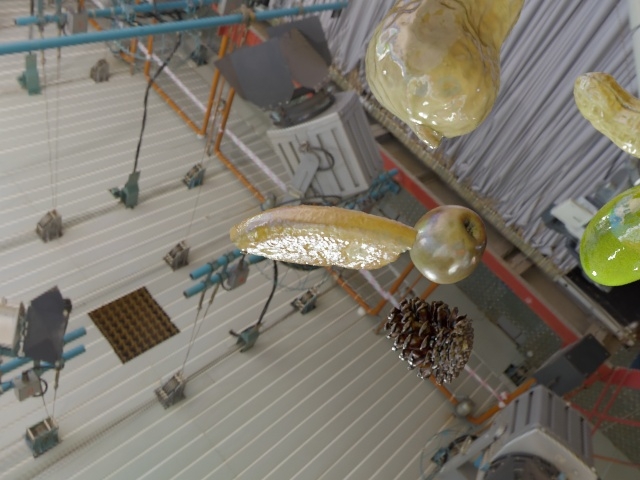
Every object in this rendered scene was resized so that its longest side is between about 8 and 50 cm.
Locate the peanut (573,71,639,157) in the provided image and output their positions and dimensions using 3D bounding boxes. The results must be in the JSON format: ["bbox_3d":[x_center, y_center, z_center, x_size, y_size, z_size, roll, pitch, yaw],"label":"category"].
[{"bbox_3d":[0.802,-0.334,1.491,0.305,0.147,0.147,43,-134,14],"label":"peanut"}]

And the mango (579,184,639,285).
[{"bbox_3d":[0.683,-0.010,1.225,0.185,0.273,0.149,44,-141,-8],"label":"mango"}]

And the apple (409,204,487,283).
[{"bbox_3d":[0.432,0.010,1.874,0.257,0.234,0.256,15,-118,-31],"label":"apple"}]

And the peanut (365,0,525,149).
[{"bbox_3d":[0.135,-0.235,0.640,0.159,0.143,0.291,2,-122,36],"label":"peanut"}]

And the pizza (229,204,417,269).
[{"bbox_3d":[0.001,-0.003,0.781,0.134,0.271,0.056,42,-129,-50],"label":"pizza"}]

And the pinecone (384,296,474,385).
[{"bbox_3d":[0.327,0.290,1.716,0.246,0.246,0.292,-19,-143,-37],"label":"pinecone"}]
